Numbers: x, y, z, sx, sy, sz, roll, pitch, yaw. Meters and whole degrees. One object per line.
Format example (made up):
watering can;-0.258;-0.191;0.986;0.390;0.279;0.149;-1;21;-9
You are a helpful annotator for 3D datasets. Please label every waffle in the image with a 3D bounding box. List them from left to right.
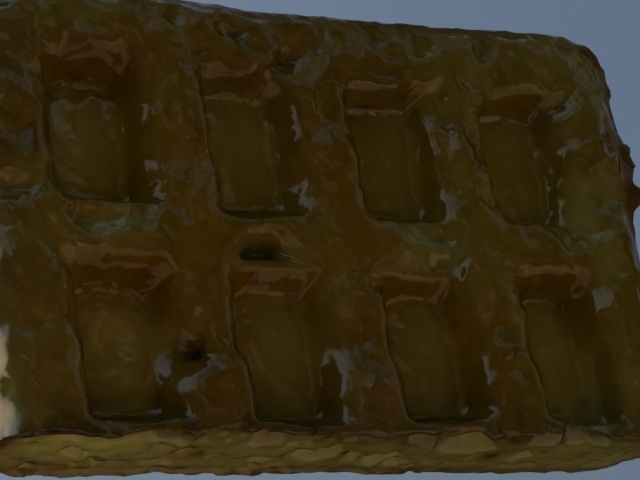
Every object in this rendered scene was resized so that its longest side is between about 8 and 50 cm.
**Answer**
waffle;0.000;0.000;0.665;0.274;0.168;0.057;2;-25;-31
